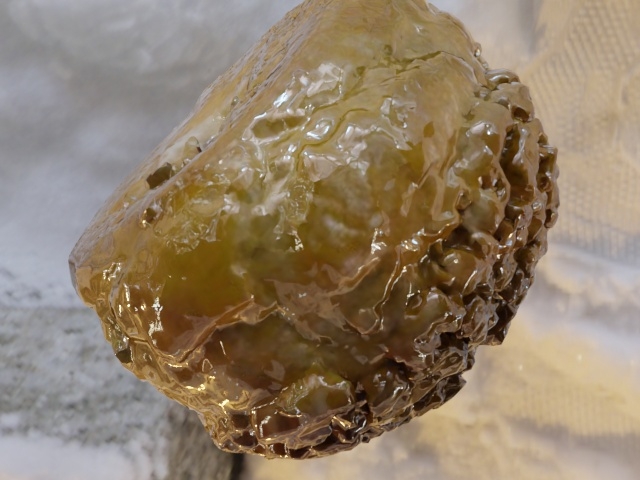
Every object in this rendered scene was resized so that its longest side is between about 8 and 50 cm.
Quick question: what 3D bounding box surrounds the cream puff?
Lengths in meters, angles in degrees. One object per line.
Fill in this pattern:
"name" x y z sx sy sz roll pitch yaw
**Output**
"cream puff" 0.000 0.000 0.802 0.231 0.327 0.343 42 140 -16
